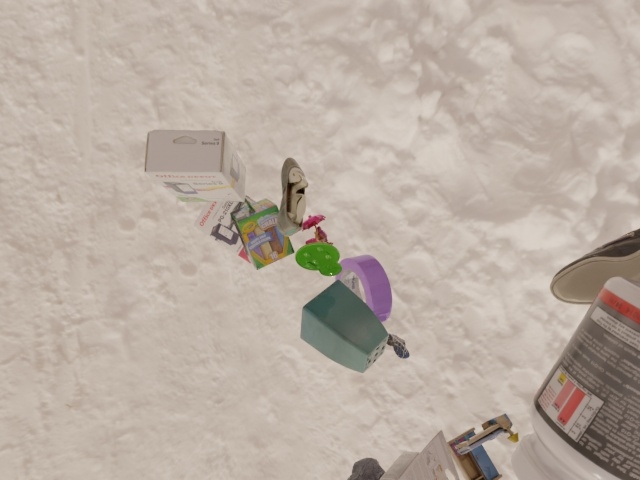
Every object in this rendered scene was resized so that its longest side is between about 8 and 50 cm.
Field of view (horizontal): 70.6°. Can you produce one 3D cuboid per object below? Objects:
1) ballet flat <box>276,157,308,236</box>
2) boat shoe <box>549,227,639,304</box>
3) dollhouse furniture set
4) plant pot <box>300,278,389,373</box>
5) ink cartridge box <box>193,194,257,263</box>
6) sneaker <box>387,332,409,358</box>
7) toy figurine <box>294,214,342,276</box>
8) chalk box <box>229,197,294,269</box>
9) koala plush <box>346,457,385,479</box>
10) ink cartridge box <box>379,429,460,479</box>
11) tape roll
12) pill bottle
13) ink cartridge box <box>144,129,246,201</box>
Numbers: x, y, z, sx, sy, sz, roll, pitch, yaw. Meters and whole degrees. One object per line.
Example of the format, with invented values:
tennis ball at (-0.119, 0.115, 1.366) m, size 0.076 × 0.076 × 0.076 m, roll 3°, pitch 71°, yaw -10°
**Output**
ballet flat at (-0.056, -0.111, 1.065) m, size 0.072 × 0.068 × 0.213 m, roll 26°, pitch 58°, yaw -38°
boat shoe at (0.662, 0.042, 0.959) m, size 0.112 × 0.335 × 0.095 m, roll 58°, pitch 34°, yaw 0°
dollhouse furniture set at (0.574, 0.810, 1.653) m, size 0.286 × 0.303 × 0.198 m, roll -19°, pitch 63°, yaw -20°
plant pot at (0.080, 0.277, 1.381) m, size 0.234 × 0.166 × 0.165 m, roll 36°, pitch 51°, yaw 27°
ink cartridge box at (-0.284, -0.064, 1.542) m, size 0.237 × 0.100 × 0.172 m, roll 34°, pitch 109°, yaw -5°
sneaker at (0.300, 0.392, 1.694) m, size 0.058 × 0.135 × 0.052 m, roll 5°, pitch 113°, yaw -29°
toy figurine at (0.000, 0.000, 1.352) m, size 0.130 × 0.173 × 0.159 m, roll -24°, pitch 46°, yaw 24°
chalk box at (-0.187, -0.045, 1.381) m, size 0.132 × 0.132 × 0.213 m, roll -24°, pitch 114°, yaw -13°
koala plush at (0.136, 0.911, 1.626) m, size 0.221 × 0.196 × 0.204 m, roll 9°, pitch 78°, yaw -52°
ink cartridge box at (0.310, 0.741, 1.283) m, size 0.261 × 0.066 × 0.297 m, roll -19°, pitch 88°, yaw -47°
tape roll at (0.159, 0.194, 1.725) m, size 0.090 × 0.275 × 0.275 m, roll -11°, pitch 73°, yaw -26°
pill bottle at (0.467, 0.258, 0.708) m, size 0.210 × 0.210 × 0.363 m, roll 24°, pitch 104°, yaw -1°
ink cartridge box at (-0.254, -0.151, 0.956) m, size 0.154 × 0.212 × 0.093 m, roll 0°, pitch 78°, yaw 2°
